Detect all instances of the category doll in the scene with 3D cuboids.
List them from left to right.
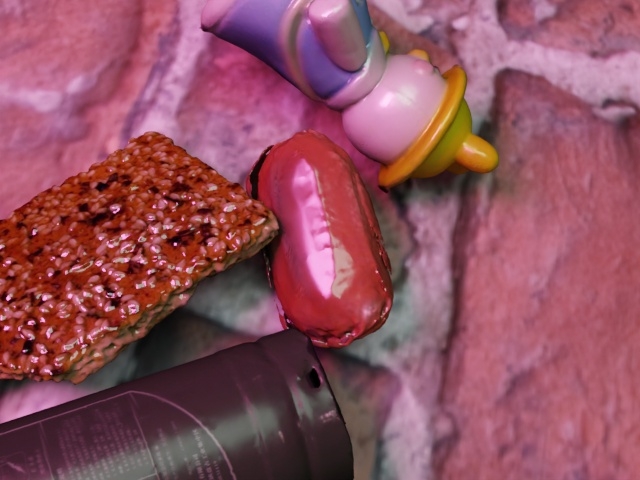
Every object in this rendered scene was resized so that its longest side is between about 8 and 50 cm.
[{"bbox_3d":[0.015,-0.118,0.561,0.241,0.135,0.098,38,53,-12],"label":"doll"}]

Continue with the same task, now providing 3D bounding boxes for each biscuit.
[{"bbox_3d":[-0.150,0.023,0.487,0.237,0.026,0.131,-37,51,-25],"label":"biscuit"}]

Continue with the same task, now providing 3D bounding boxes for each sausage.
[{"bbox_3d":[0.000,0.000,0.536,0.076,0.076,0.141,-11,69,-17],"label":"sausage"}]

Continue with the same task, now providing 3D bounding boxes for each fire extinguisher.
[{"bbox_3d":[-0.140,0.127,0.430,0.311,0.095,0.114,-18,106,-19],"label":"fire extinguisher"}]
